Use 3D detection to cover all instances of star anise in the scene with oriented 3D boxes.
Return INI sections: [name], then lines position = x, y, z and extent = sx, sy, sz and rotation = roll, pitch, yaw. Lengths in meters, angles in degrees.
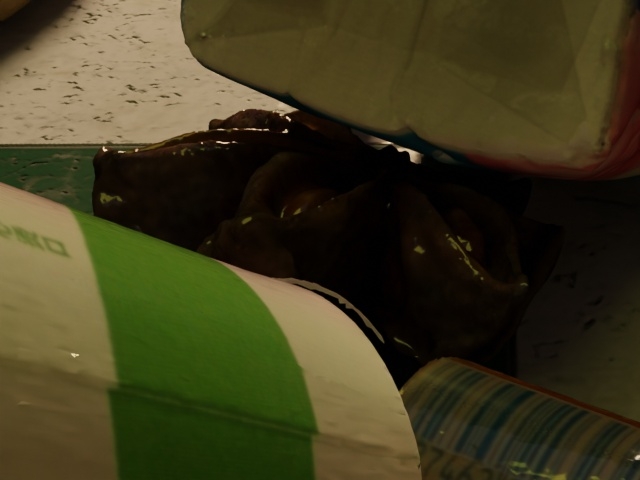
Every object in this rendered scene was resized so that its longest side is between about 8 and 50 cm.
[star anise]
position = 0.000, 0.002, 0.731
extent = 0.214, 0.098, 0.220
rotation = 6, 15, 8

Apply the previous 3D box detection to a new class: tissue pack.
[tissue pack]
position = 0.084, -0.102, 0.762
extent = 0.209, 0.137, 0.270
rotation = 20, 13, 24

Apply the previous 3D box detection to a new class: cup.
[cup]
position = -0.128, 0.080, 0.449
extent = 0.274, 0.253, 0.253
rotation = 14, 20, -37

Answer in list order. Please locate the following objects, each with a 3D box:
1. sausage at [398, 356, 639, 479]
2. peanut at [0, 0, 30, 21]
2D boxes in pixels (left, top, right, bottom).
[sausage]
position = 0.164, 0.128, 0.536
extent = 0.312, 0.093, 0.093
rotation = 18, 40, 29
[peanut]
position = -0.217, -0.211, 1.056
extent = 0.137, 0.122, 0.253
rotation = 7, 32, 30
